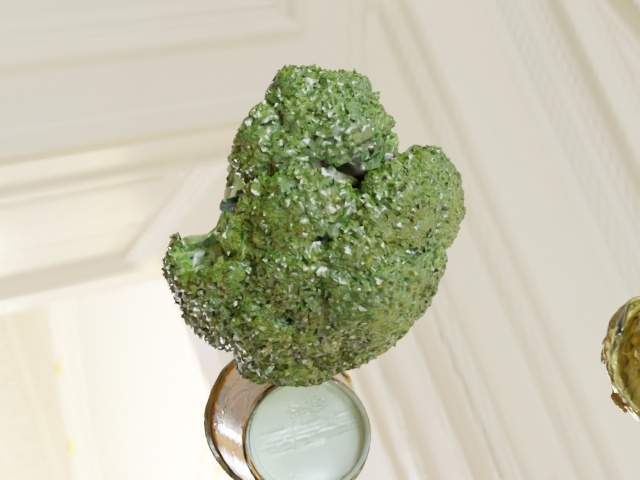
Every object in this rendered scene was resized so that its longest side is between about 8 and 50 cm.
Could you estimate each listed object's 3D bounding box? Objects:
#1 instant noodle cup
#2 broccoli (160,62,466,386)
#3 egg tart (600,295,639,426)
[{"bbox_3d":[-0.033,0.242,1.740,0.172,0.216,0.215,-169,-111,-76],"label":"instant noodle cup"},{"bbox_3d":[-0.007,0.005,1.565,0.310,0.321,0.413,12,-31,28],"label":"broccoli"},{"bbox_3d":[0.364,0.113,1.247,0.212,0.212,0.090,50,-34,37],"label":"egg tart"}]
